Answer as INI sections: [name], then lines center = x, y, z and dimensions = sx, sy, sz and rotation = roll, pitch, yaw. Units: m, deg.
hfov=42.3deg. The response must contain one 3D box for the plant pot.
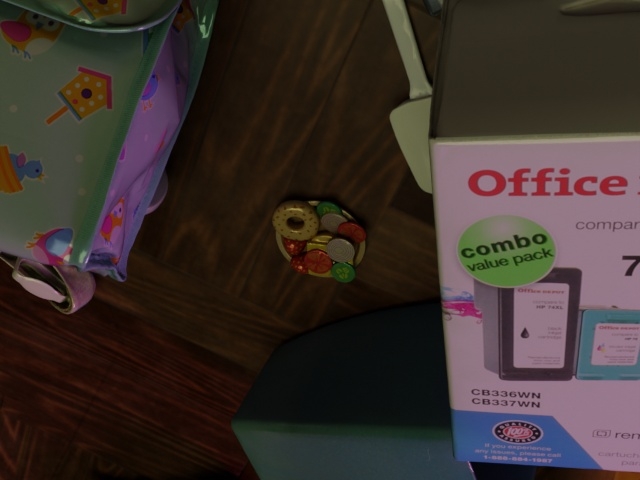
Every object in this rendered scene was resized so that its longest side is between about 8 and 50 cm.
[plant pot]
center = 0.054, 0.165, 0.737
dimensions = 0.234, 0.165, 0.165
rotation = -5, 123, 29

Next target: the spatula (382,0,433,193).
[spatula]
center = 0.115, -0.149, 0.583
dimensions = 0.168, 0.019, 0.242
rotation = -10, 121, 23

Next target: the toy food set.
[toy food set]
center = 0.000, 0.000, 0.720
dimensions = 0.083, 0.020, 0.083
rotation = 5, 125, 13

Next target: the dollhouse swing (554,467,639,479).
[dollhouse swing]
center = 0.397, 0.243, 0.620
dimensions = 0.347, 0.315, 0.305
rotation = 25, 148, -2

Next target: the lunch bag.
[lunch bag]
center = -0.205, -0.127, 0.579
dimensions = 0.224, 0.160, 0.262
rotation = 19, 86, 3

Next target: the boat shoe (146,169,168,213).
[boat shoe]
center = -0.239, -0.082, 0.705
dimensions = 0.229, 0.080, 0.076
rotation = 26, 150, -8

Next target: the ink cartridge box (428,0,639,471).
[ink cartridge box]
center = 0.179, -0.012, 0.526
dimensions = 0.198, 0.197, 0.270
rotation = 0, 131, 14

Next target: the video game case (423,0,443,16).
[video game case]
center = 0.095, -0.294, 0.476
dimensions = 0.196, 0.026, 0.274
rotation = -20, 113, 26

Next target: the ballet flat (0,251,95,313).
[ballet flat]
center = -0.289, 0.007, 0.790
dimensions = 0.168, 0.052, 0.057
rotation = 39, 126, -11
